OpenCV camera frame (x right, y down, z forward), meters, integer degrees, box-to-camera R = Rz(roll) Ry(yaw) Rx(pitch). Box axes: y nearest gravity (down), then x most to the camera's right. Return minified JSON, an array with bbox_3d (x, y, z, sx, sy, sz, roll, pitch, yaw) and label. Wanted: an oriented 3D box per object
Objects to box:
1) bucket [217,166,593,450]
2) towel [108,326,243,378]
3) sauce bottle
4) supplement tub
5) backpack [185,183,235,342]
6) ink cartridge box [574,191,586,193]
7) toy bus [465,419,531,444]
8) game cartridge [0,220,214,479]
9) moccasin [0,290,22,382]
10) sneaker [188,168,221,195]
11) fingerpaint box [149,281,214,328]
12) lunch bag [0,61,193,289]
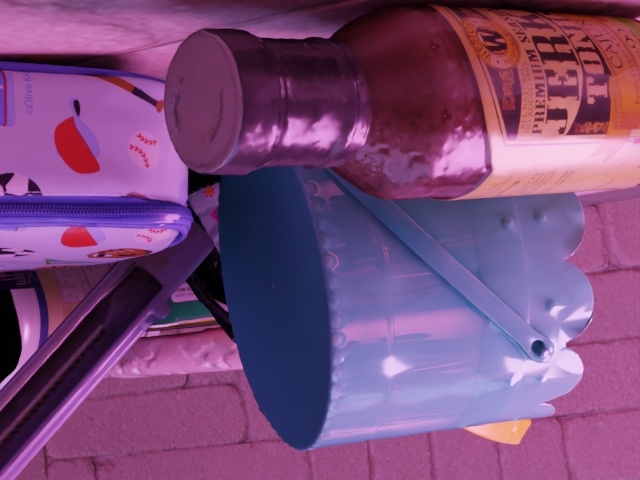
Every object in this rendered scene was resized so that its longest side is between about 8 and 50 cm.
[{"bbox_3d":[0.046,0.016,0.886,0.183,0.281,0.281,-9,178,-21],"label":"bucket"},{"bbox_3d":[-0.055,0.121,1.495,0.332,0.053,0.317,-8,178,18],"label":"towel"},{"bbox_3d":[0.078,-0.075,0.680,0.344,0.111,0.111,-7,177,-39],"label":"sauce bottle"},{"bbox_3d":[-0.404,0.106,1.792,0.228,0.228,0.316,-9,176,31],"label":"supplement tub"},{"bbox_3d":[-0.075,0.009,1.120,0.115,0.182,0.152,-32,177,-11],"label":"backpack"},{"bbox_3d":[0.223,-0.084,1.154,0.140,0.082,0.191,-10,175,36],"label":"ink cartridge box"},{"bbox_3d":[0.132,0.045,1.119,0.149,0.211,0.220,24,-168,-39],"label":"toy bus"},{"bbox_3d":[-0.226,0.131,0.944,0.355,0.068,0.230,-49,-178,-14],"label":"game cartridge"},{"bbox_3d":[-0.336,0.096,0.839,0.147,0.139,0.380,-9,-166,7],"label":"moccasin"},{"bbox_3d":[-0.138,-0.048,0.982,0.161,0.057,0.075,-23,-176,-19],"label":"sneaker"},{"bbox_3d":[0.000,0.000,1.408,0.445,0.163,0.371,-6,176,-11],"label":"fingerpaint box"},{"bbox_3d":[-0.231,-0.032,0.772,0.243,0.114,0.303,-3,174,-29],"label":"lunch bag"}]
